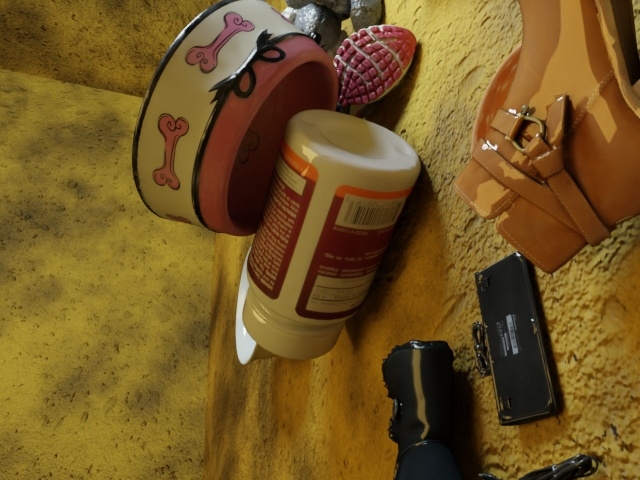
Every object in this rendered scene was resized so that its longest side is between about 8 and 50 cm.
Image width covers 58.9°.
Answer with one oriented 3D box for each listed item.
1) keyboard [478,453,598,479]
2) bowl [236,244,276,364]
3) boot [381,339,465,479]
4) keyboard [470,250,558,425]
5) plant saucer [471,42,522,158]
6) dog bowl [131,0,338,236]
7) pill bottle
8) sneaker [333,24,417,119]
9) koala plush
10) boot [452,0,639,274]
[{"bbox_3d":[0.220,0.295,0.505,0.317,0.033,0.201,123,148,-50],"label":"keyboard"},{"bbox_3d":[-0.108,0.152,1.361,0.298,0.134,0.297,-173,90,-71],"label":"bowl"},{"bbox_3d":[0.121,0.219,0.660,0.246,0.094,0.207,81,-170,-75],"label":"boot"},{"bbox_3d":[0.208,0.110,0.631,0.108,0.023,0.180,-43,41,52],"label":"keyboard"},{"bbox_3d":[0.237,-0.123,0.619,0.200,0.037,0.200,-173,90,-71],"label":"plant saucer"},{"bbox_3d":[-0.118,-0.185,0.966,0.408,0.150,0.408,-54,-17,-25],"label":"dog bowl"},{"bbox_3d":[0.000,0.000,0.970,0.224,0.224,0.392,-109,33,-53],"label":"pill bottle"},{"bbox_3d":[0.074,-0.301,1.070,0.299,0.112,0.121,-32,89,52],"label":"sneaker"},{"bbox_3d":[0.012,-0.493,1.225,0.221,0.196,0.203,126,158,-55],"label":"koala plush"},{"bbox_3d":[0.198,-0.130,0.515,0.283,0.109,0.220,53,126,24],"label":"boot"}]
